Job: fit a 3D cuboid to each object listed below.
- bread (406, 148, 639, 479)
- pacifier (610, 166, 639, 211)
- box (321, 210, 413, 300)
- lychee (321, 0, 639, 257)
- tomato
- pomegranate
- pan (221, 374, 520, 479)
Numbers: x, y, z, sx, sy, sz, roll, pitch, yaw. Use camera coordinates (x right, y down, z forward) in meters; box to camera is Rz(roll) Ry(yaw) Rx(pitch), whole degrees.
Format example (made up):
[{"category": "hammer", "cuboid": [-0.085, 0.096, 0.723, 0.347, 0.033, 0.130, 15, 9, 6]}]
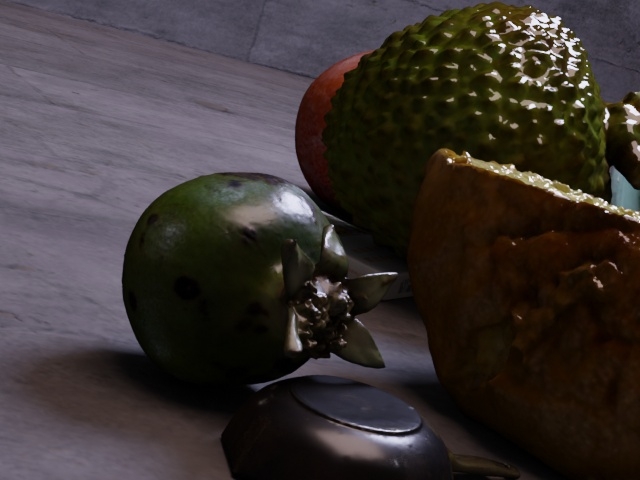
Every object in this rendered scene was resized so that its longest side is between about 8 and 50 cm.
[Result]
[{"category": "bread", "cuboid": [0.200, 0.065, 0.891, 0.340, 0.178, 0.194, 25, 12, 39]}, {"category": "pacifier", "cuboid": [0.374, -0.008, 1.393, 0.343, 0.288, 0.269, 12, -13, -43]}, {"category": "box", "cuboid": [0.000, -0.001, 1.237, 0.220, 0.032, 0.122, 26, 16, 28]}, {"category": "lychee", "cuboid": [0.162, -0.088, 1.185, 0.320, 0.269, 0.270, 1, 0, 36]}, {"category": "tomato", "cuboid": [0.068, -0.112, 1.461, 0.208, 0.184, 0.208, 32, 36, -27]}, {"category": "pomegranate", "cuboid": [-0.039, 0.021, 0.783, 0.169, 0.148, 0.148, -7, -7, 41]}, {"category": "pan", "cuboid": [0.033, 0.110, 0.751, 0.128, 0.048, 0.202, 23, 13, 27]}]
